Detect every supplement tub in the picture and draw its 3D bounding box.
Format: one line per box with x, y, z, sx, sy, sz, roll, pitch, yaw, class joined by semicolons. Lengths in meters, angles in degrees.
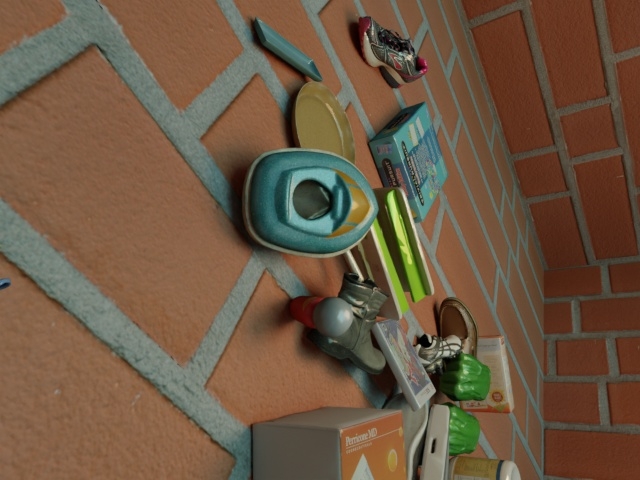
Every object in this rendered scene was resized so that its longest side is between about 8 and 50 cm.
0.419;0.656;1.282;0.144;0.200;0.144;22;63;-52;supplement tub

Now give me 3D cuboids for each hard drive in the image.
0.262;0.587;1.091;0.233;0.047;0.353;-57;144;-57;hard drive

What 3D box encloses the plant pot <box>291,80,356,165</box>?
0.005;-0.224;1.048;0.236;0.032;0.236;22;62;-52;plant pot

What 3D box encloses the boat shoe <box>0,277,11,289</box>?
-0.321;0.015;0.417;0.089;0.109;0.258;11;74;-59;boat shoe

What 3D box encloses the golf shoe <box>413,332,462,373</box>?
0.327;0.292;1.341;0.198;0.077;0.094;-21;89;-46;golf shoe

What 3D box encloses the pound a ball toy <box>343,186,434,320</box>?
0.102;0.024;1.068;0.208;0.136;0.319;-31;109;-29;pound a ball toy

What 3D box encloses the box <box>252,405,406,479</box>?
0.024;0.457;0.762;0.215;0.168;0.345;15;69;-54;box

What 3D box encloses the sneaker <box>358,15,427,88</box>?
0.201;-0.545;1.362;0.299;0.112;0.120;15;69;-54;sneaker

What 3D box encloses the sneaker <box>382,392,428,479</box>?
0.180;0.493;1.073;0.292;0.108;0.169;-53;140;-54;sneaker

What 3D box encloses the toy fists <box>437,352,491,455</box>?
0.382;0.453;1.341;0.142;0.096;0.279;27;75;-37;toy fists

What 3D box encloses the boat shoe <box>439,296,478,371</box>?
0.421;0.329;1.457;0.104;0.111;0.307;-26;103;-57;boat shoe

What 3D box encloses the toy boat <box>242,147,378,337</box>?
0.000;0.000;0.829;0.267;0.148;0.318;-1;91;-32;toy boat

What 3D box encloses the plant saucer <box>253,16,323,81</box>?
-0.063;-0.382;0.981;0.192;0.018;0.067;14;46;-55;plant saucer

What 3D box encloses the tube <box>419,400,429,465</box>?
0.235;0.452;1.182;0.052;0.080;0.207;31;47;-17;tube

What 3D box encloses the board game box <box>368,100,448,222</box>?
0.270;-0.234;1.412;0.336;0.079;0.253;-49;122;-50;board game box

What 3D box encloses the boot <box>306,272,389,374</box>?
0.093;0.168;0.959;0.246;0.083;0.161;36;87;-46;boot

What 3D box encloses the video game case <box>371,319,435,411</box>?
0.195;0.277;1.114;0.201;0.023;0.183;63;18;16;video game case

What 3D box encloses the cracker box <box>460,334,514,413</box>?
0.518;0.425;1.539;0.067;0.156;0.232;1;81;-57;cracker box
